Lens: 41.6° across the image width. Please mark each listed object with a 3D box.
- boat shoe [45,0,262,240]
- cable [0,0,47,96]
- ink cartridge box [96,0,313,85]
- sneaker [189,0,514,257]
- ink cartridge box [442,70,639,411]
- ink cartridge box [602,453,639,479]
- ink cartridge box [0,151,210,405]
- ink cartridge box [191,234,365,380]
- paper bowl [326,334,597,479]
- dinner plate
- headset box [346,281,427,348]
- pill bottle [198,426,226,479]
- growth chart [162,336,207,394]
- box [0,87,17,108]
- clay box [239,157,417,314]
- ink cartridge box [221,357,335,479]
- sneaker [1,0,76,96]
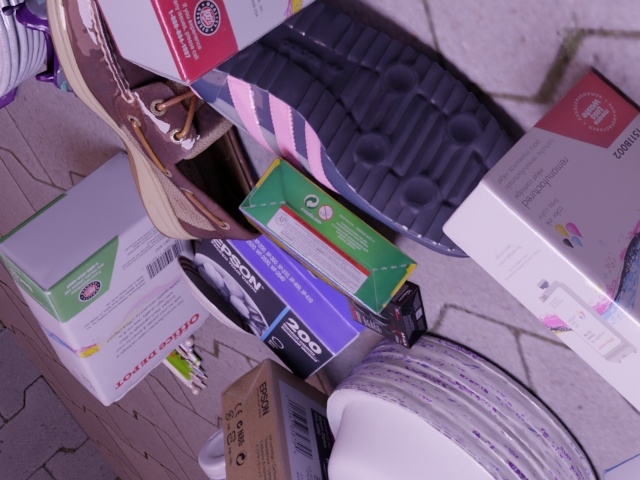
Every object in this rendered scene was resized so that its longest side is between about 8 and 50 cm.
[{"bbox_3d":[-0.128,-0.123,0.768,0.123,0.123,0.342,13,139,27],"label":"boat shoe"},{"bbox_3d":[-0.416,-0.277,0.931,0.257,0.089,0.257,-21,109,45],"label":"cable"},{"bbox_3d":[-0.049,-0.191,0.478,0.072,0.175,0.127,27,146,40],"label":"ink cartridge box"},{"bbox_3d":[0.015,-0.093,0.626,0.319,0.112,0.131,40,173,14],"label":"sneaker"},{"bbox_3d":[0.184,0.013,0.477,0.198,0.115,0.067,43,154,7],"label":"ink cartridge box"},{"bbox_3d":[0.259,0.157,0.447,0.181,0.062,0.104,17,146,-10],"label":"ink cartridge box"},{"bbox_3d":[-0.271,0.057,1.107,0.117,0.201,0.278,34,151,26],"label":"ink cartridge box"},{"bbox_3d":[-0.052,0.057,0.961,0.206,0.045,0.208,46,153,5],"label":"ink cartridge box"},{"bbox_3d":[0.121,0.244,0.847,0.284,0.148,0.284,34,151,22],"label":"paper bowl"},{"bbox_3d":[-0.133,0.073,1.061,0.141,0.017,0.141,44,-176,-4],"label":"dinner plate"},{"bbox_3d":[0.058,0.060,0.816,0.083,0.032,0.062,24,145,36],"label":"headset box"},{"bbox_3d":[-0.125,0.428,1.498,0.108,0.108,0.193,6,131,53],"label":"pill bottle"},{"bbox_3d":[-0.263,0.180,1.465,0.172,0.021,0.237,38,153,16],"label":"growth chart"},{"bbox_3d":[-0.513,-0.322,1.112,0.293,0.057,0.201,50,152,-6],"label":"box"},{"bbox_3d":[0.000,0.000,0.701,0.127,0.053,0.222,38,176,-1],"label":"clay box"},{"bbox_3d":[-0.013,0.278,0.958,0.193,0.088,0.235,37,-156,-33],"label":"ink cartridge box"},{"bbox_3d":[-0.228,-0.157,0.859,0.083,0.098,0.224,32,151,61],"label":"sneaker"}]
